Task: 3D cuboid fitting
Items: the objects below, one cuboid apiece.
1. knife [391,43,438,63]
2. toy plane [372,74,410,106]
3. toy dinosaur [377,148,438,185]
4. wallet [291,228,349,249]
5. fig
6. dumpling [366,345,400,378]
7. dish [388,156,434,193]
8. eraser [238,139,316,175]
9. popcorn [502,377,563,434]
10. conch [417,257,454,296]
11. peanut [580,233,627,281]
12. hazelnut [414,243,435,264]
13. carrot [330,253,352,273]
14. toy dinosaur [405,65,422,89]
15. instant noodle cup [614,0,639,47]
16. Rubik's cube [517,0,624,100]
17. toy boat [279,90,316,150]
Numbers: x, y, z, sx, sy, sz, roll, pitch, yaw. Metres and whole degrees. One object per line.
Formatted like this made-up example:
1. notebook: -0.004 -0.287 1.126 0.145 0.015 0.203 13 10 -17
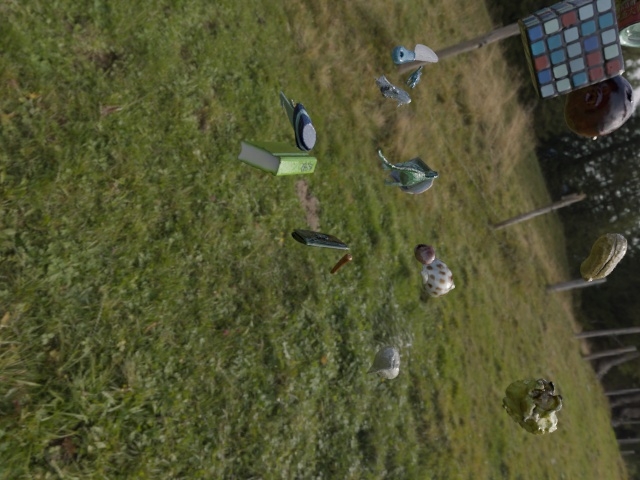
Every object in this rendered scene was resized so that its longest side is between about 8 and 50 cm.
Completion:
1. knife: 0.309 -0.598 1.439 0.244 0.032 0.058 -22 111 -40
2. toy plane: 0.278 -0.584 1.761 0.171 0.065 0.162 46 9 16
3. toy dinosaur: 0.209 -0.189 1.261 0.383 0.129 0.076 -8 88 -53
4. wallet: 0.001 -0.003 2.046 0.236 0.160 0.055 6 108 -33
5. fig: 0.887 -0.423 1.409 0.250 0.186 0.203 -2 85 -37
6. dumpling: 0.293 0.579 2.106 0.142 0.173 0.247 62 16 4
7. dish: 0.403 -0.257 1.924 0.064 0.154 0.234 57 6 -33
8. eraser: -0.172 -0.339 1.844 0.274 0.210 0.092 -19 132 -60
9. popcorn: 0.650 0.510 1.368 0.195 0.174 0.168 95 -25 -71
10. conch: 0.572 0.187 2.193 0.275 0.149 0.182 37 69 -59
11. peanut: 0.762 0.046 1.216 0.174 0.080 0.080 95 6 -47
12. hazelnut: 0.395 0.052 1.708 0.086 0.086 0.086 36 46 -48
13. carrot: 0.096 0.116 2.174 0.037 0.190 0.037 15 55 -22
14. toy dinosaur: 0.400 -0.690 1.917 0.045 0.080 0.197 39 -2 1
15. instant noodle cup: 0.854 -0.646 1.142 0.244 0.244 0.255 5 92 -59
16. Rubik's cube: 0.600 -0.475 1.091 0.187 0.182 0.184 64 27 -21
17. toy boat: -0.109 -0.468 1.707 0.291 0.067 0.220 55 -17 34
